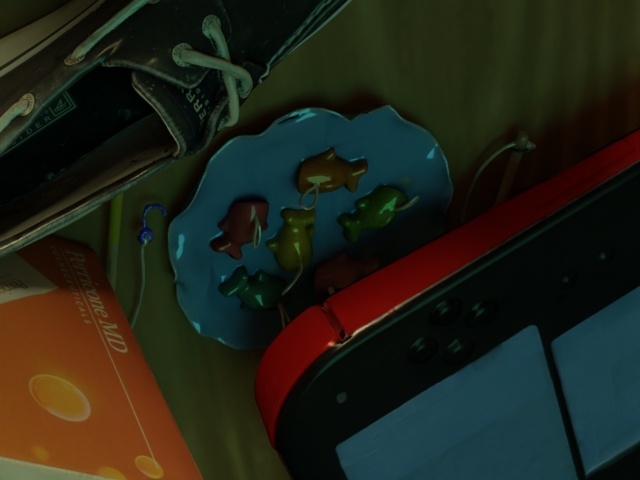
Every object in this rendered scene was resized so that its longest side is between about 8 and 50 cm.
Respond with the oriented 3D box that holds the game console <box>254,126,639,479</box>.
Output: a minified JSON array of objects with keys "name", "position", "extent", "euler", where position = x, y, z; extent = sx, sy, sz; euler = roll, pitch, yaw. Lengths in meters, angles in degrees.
[{"name":"game console","position":[0.148,0.109,1.158],"extent":[0.342,0.060,0.386],"euler":[-27,141,-4]}]

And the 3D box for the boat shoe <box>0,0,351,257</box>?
[{"name":"boat shoe","position":[-0.078,-0.088,0.883],"extent":[0.301,0.102,0.108],"euler":[-30,133,-1]}]

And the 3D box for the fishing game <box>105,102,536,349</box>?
[{"name":"fishing game","position":[0.000,0.000,1.038],"extent":[0.264,0.041,0.189],"euler":[-4,130,-24]}]

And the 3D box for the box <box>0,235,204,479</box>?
[{"name":"box","position":[-0.262,0.085,0.852],"extent":[0.345,0.215,0.168],"euler":[18,116,-37]}]
